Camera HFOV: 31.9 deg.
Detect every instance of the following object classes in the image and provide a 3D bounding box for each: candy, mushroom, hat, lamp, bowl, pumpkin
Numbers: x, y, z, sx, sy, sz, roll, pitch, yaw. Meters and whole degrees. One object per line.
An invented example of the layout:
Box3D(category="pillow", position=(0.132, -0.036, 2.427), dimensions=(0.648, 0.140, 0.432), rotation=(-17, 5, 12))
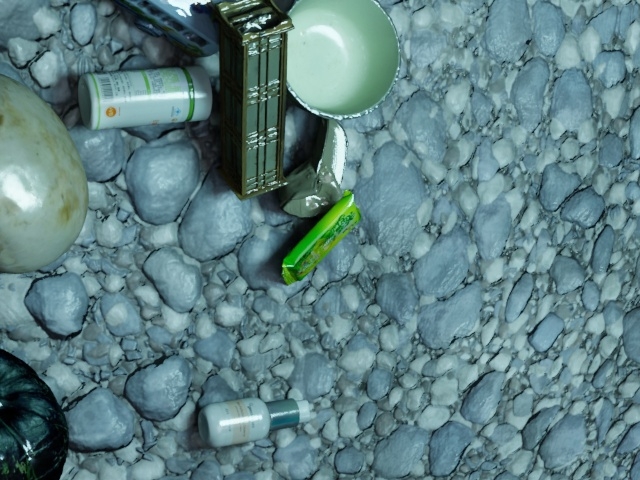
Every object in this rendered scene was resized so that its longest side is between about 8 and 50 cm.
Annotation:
Box3D(category="candy", position=(0.001, 0.001, 1.836), dimensions=(0.178, 0.032, 0.102), rotation=(-46, 160, -6))
Box3D(category="mushroom", position=(-0.471, -0.071, 1.496), dimensions=(0.290, 0.297, 0.297), rotation=(-34, 116, 9))
Box3D(category="hat", position=(-0.013, -0.123, 1.822), dimensions=(0.147, 0.085, 0.175), rotation=(33, 61, -67))
Box3D(category="lamp", position=(-0.100, -0.205, 1.652), dimensions=(0.089, 0.090, 0.325), rotation=(-23, 142, -22))
Box3D(category="bowl", position=(0.011, -0.286, 1.754), dimensions=(0.211, 0.112, 0.211), rotation=(0, 89, -22))
Box3D(category="pumpkin", position=(-0.509, 0.278, 1.543), dimensions=(0.315, 0.315, 0.238), rotation=(20, 114, -28))

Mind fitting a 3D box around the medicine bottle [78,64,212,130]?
Box3D(category="medicine bottle", position=(-0.261, -0.212, 1.662), dimensions=(0.183, 0.086, 0.086), rotation=(-8, 105, -24))

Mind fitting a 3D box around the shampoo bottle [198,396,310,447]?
Box3D(category="shampoo bottle", position=(-0.104, 0.296, 1.858), dimensions=(0.192, 0.074, 0.074), rotation=(-4, 103, -25))

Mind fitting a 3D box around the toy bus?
Box3D(category="toy bus", position=(-0.270, -0.382, 1.591), dimensions=(0.330, 0.136, 0.109), rotation=(30, 85, -29))
